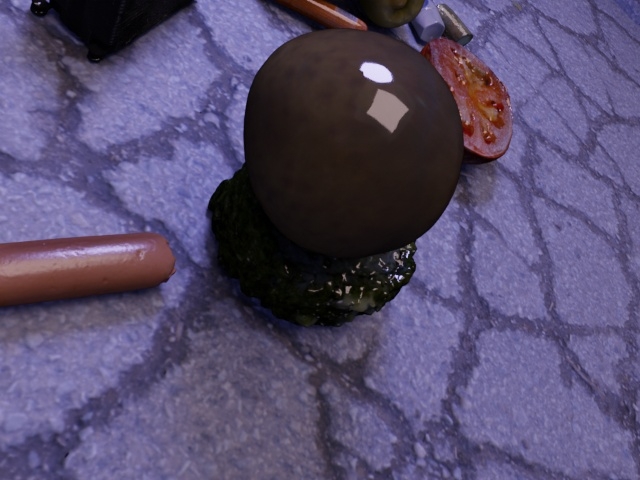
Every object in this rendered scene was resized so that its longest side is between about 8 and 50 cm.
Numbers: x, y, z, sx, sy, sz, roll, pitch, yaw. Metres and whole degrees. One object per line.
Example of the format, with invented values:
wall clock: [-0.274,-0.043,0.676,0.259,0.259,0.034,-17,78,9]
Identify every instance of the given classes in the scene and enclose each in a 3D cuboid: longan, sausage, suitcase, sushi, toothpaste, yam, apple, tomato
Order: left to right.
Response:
sausage: [-0.344,0.038,0.741,0.288,0.086,0.086,-6,70,-34]
suitcase: [-0.321,-0.503,0.944,0.152,0.229,0.335,41,51,-10]
sausage: [-0.033,-0.565,1.275,0.347,0.053,0.053,19,57,-19]
sushi: [0.000,0.000,0.932,0.351,0.178,0.294,2,65,-33]
longan: [0.040,-0.134,0.735,0.318,0.319,0.319,16,58,-27]
apple: [0.190,-0.662,1.412,0.200,0.200,0.200,16,58,-27]
toothpaste: [0.268,-0.746,1.590,0.125,0.080,0.371,1,59,-30]
yam: [0.394,-0.648,1.618,0.146,0.069,0.070,47,50,-4]
tomato: [0.330,-0.328,1.355,0.338,0.143,0.339,13,64,-29]
